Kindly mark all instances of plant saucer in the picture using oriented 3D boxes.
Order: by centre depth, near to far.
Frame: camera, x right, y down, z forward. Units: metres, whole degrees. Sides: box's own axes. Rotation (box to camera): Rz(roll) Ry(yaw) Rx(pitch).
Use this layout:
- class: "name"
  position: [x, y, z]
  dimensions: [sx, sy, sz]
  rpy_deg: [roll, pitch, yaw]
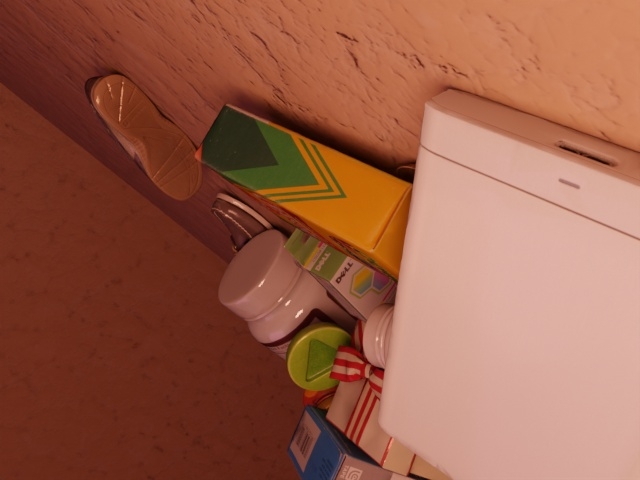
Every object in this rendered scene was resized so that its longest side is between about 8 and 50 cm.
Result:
- class: "plant saucer"
  position: [0.114, -0.053, 0.658]
  dimensions: [0.083, 0.015, 0.083]
  rpy_deg: [34, 169, 8]

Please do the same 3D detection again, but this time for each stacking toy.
- class: "stacking toy"
  position: [0.069, 0.218, 1.268]
  dimensions: [0.279, 0.309, 0.130]
  rpy_deg: [62, 174, -27]

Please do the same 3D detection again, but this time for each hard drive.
- class: "hard drive"
  position: [0.162, 0.085, 0.521]
  dimensions: [0.233, 0.047, 0.353]
  rpy_deg: [29, 134, 31]

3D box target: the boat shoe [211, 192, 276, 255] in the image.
- class: "boat shoe"
  position: [-0.138, 0.017, 1.489]
  dimensions: [0.116, 0.097, 0.324]
  rpy_deg: [23, 163, 49]

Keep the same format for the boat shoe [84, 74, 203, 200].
- class: "boat shoe"
  position: [-0.316, -0.188, 1.192]
  dimensions: [0.092, 0.103, 0.285]
  rpy_deg: [32, 166, 45]

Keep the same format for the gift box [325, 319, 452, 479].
- class: "gift box"
  position: [0.170, 0.223, 1.057]
  dimensions: [0.258, 0.276, 0.255]
  rpy_deg: [23, 170, -20]

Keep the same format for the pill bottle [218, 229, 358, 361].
- class: "pill bottle"
  position: [-0.014, 0.166, 1.411]
  dimensions: [0.392, 0.224, 0.224]
  rpy_deg: [42, 167, -27]

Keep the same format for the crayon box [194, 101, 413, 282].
- class: "crayon box"
  position: [0.031, -0.033, 0.748]
  dimensions: [0.318, 0.081, 0.202]
  rpy_deg: [28, 176, 34]

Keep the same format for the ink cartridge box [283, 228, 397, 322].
- class: "ink cartridge box"
  position: [0.048, 0.030, 0.956]
  dimensions: [0.062, 0.109, 0.209]
  rpy_deg: [25, 164, 43]

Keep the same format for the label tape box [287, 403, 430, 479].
- class: "label tape box"
  position: [0.132, 0.412, 1.123]
  dimensions: [0.333, 0.106, 0.240]
  rpy_deg: [23, 179, -15]

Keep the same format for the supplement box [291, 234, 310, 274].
- class: "supplement box"
  position: [0.000, 0.000, 1.002]
  dimensions: [0.036, 0.098, 0.062]
  rpy_deg: [33, 168, 13]

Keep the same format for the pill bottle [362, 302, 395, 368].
- class: "pill bottle"
  position: [0.158, 0.129, 0.775]
  dimensions: [0.215, 0.117, 0.117]
  rpy_deg: [6, 151, 42]
